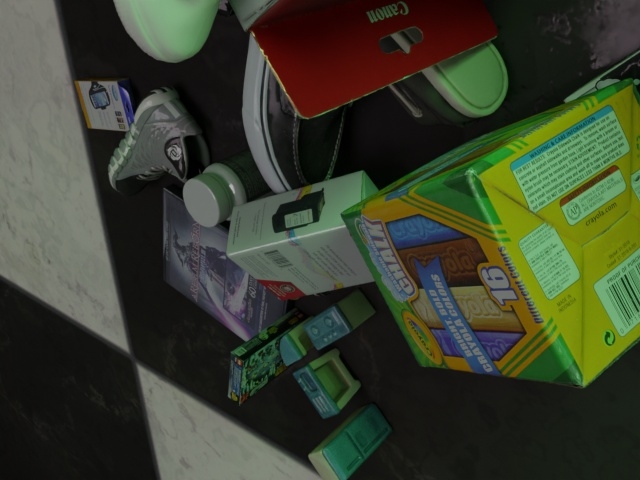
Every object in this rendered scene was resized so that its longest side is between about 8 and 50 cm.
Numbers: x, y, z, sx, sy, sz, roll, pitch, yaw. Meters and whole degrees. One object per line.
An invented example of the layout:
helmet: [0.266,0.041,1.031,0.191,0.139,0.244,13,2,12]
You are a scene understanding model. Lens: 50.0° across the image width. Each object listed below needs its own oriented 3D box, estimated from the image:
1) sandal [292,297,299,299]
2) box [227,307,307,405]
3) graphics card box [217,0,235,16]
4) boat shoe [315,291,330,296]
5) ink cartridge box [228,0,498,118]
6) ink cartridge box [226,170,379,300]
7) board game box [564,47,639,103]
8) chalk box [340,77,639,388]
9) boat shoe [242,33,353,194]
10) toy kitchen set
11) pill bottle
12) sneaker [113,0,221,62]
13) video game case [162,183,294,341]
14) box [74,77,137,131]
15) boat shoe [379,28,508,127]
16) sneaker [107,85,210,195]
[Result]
sandal: [-0.065,0.006,0.959,0.180,0.049,0.072,50,151,28]
box: [-0.077,0.169,1.006,0.027,0.137,0.094,31,132,27]
graphics card box: [-0.232,-0.401,0.712,0.371,0.094,0.233,18,117,2]
boat shoe: [0.009,0.021,0.909,0.038,0.046,0.125,22,119,39]
ink cartridge box: [0.052,-0.268,0.497,0.130,0.309,0.272,-22,98,48]
ink cartridge box: [0.000,0.000,0.803,0.175,0.072,0.127,-14,144,25]
board game box: [0.358,-0.041,0.534,0.305,0.053,0.193,56,139,2]
chalk box: [0.154,0.002,0.629,0.179,0.180,0.289,62,157,-7]
boat shoe: [-0.007,-0.187,0.739,0.119,0.121,0.335,22,125,38]
toy kitchen set: [0.032,0.200,0.933,0.207,0.122,0.166,55,138,2]
pill bottle: [-0.105,-0.072,0.888,0.078,0.137,0.078,22,127,33]
sneaker: [-0.052,-0.182,0.364,0.094,0.080,0.212,28,130,13]
video game case: [-0.153,0.053,1.094,0.274,0.026,0.196,31,131,26]
box: [-0.337,-0.219,1.103,0.136,0.028,0.081,10,120,37]
boat shoe: [0.037,-0.228,0.630,0.335,0.112,0.095,45,153,-19]
sneaker: [-0.238,-0.110,1.034,0.132,0.086,0.229,47,136,8]
